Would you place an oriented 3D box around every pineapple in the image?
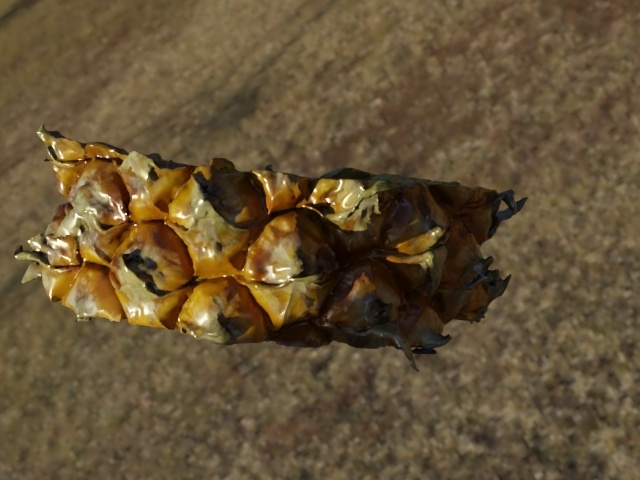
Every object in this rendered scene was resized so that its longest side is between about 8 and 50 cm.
[{"bbox_3d":[0.000,0.001,0.572,0.233,0.079,0.135,-1,16,-30],"label":"pineapple"}]
